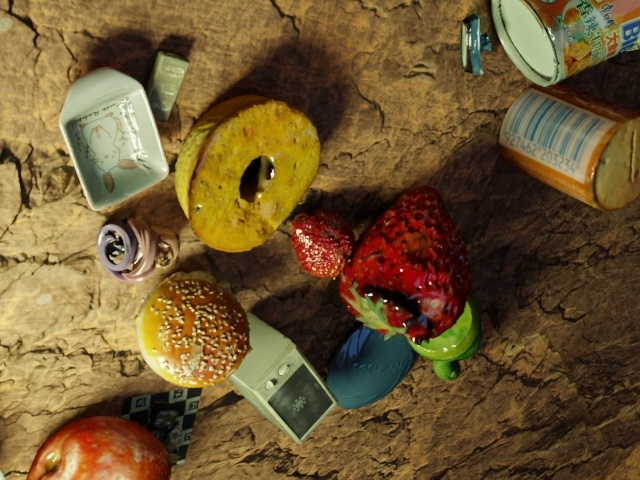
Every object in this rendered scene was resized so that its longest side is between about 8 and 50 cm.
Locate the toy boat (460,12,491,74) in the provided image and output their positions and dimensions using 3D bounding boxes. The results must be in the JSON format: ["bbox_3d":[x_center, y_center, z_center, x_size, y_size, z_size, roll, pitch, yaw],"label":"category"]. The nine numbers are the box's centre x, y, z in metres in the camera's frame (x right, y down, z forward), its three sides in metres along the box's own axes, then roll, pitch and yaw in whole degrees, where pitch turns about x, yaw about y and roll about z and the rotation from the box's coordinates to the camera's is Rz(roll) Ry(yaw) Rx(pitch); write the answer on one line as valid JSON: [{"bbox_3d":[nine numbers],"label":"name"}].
[{"bbox_3d":[0.327,-0.410,1.930,0.060,0.060,0.137,-12,124,-7],"label":"toy boat"}]

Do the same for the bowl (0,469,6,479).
[{"bbox_3d":[-0.725,0.446,1.575,0.337,0.157,0.337,-22,130,-28],"label":"bowl"}]

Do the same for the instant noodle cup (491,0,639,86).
[{"bbox_3d":[0.499,-0.469,1.892,0.214,0.296,0.296,-31,134,-6],"label":"instant noodle cup"}]

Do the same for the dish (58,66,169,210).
[{"bbox_3d":[-0.353,-0.179,1.524,0.154,0.064,0.234,-29,134,-21],"label":"dish"}]

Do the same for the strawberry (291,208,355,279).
[{"bbox_3d":[0.006,0.002,1.902,0.131,0.131,0.148,-39,143,-12],"label":"strawberry"}]

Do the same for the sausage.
[{"bbox_3d":[0.589,-0.222,2.109,0.233,0.287,0.233,-18,123,-30],"label":"sausage"}]

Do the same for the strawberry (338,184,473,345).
[{"bbox_3d":[0.201,0.067,1.982,0.310,0.291,0.292,-42,137,-24],"label":"strawberry"}]

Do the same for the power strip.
[{"bbox_3d":[-0.270,-0.260,1.562,0.056,0.032,0.123,9,112,-41],"label":"power strip"}]

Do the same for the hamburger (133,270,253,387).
[{"bbox_3d":[-0.244,0.172,1.745,0.236,0.237,0.147,-14,156,-32],"label":"hamburger"}]

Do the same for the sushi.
[{"bbox_3d":[-0.341,0.423,1.951,0.192,0.050,0.215,-3,119,-38],"label":"sushi"}]

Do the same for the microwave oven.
[{"bbox_3d":[-0.100,0.288,1.961,0.145,0.194,0.240,-45,137,-12],"label":"microwave oven"}]

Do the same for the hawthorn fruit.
[{"bbox_3d":[-0.429,0.474,1.780,0.284,0.284,0.284,-21,129,-28],"label":"hawthorn fruit"}]

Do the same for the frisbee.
[{"bbox_3d":[0.142,0.304,2.268,0.289,0.049,0.290,-21,129,-28],"label":"frisbee"}]

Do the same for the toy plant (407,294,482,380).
[{"bbox_3d":[0.326,0.225,2.298,0.224,0.184,0.316,-67,156,-11],"label":"toy plant"}]

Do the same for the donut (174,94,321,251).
[{"bbox_3d":[-0.144,-0.132,1.699,0.302,0.110,0.303,-22,130,-30],"label":"donut"}]

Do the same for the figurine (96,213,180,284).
[{"bbox_3d":[-0.314,0.014,1.655,0.157,0.126,0.114,-6,164,-35],"label":"figurine"}]
